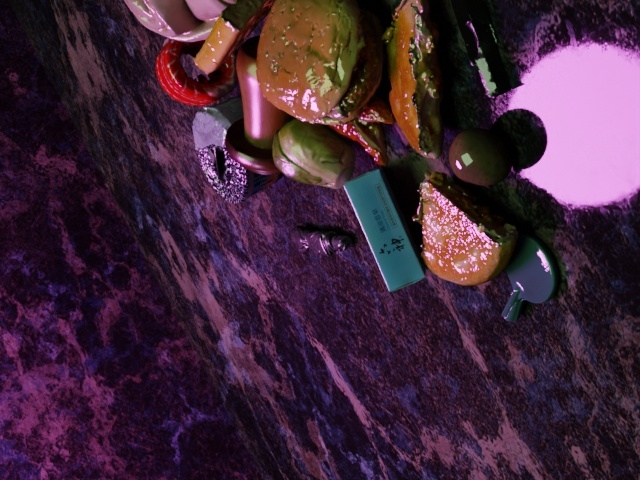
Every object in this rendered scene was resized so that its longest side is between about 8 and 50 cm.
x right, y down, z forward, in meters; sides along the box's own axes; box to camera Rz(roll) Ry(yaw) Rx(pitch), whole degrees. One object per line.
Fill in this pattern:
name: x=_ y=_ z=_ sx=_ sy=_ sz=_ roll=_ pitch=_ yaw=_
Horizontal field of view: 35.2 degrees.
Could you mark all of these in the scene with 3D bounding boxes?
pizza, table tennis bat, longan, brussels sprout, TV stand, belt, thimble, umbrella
pizza: x=0.166 y=-0.301 z=1.757 sx=0.189 sy=0.071 sz=0.297 roll=-120 pitch=17 yaw=-58
table tennis bat: x=0.358 y=0.074 z=1.775 sx=0.124 sy=0.033 sz=0.201 roll=52 pitch=149 yaw=32
longan: x=0.268 y=-0.136 z=1.692 sx=0.113 sy=0.092 sz=0.113 roll=27 pitch=144 yaw=21
brussels sprout: x=-0.021 y=-0.180 z=2.065 sx=0.183 sy=0.145 sz=0.131 roll=41 pitch=105 yaw=48
TV stand: x=0.245 y=-0.350 z=1.608 sx=0.042 sy=0.036 sz=0.249 roll=-2 pitch=111 yaw=62
belt: x=-0.201 y=-0.224 z=2.432 sx=0.207 sy=0.150 sz=0.258 roll=30 pitch=141 yaw=36
thimble: x=-0.295 y=-0.411 z=2.419 sx=0.189 sy=0.163 sz=0.125 roll=26 pitch=165 yaw=-20
umbrella: x=0.000 y=0.000 z=2.364 sx=0.066 sy=0.059 sz=0.235 roll=54 pitch=160 yaw=-18
pizza: x=0.252 y=-0.030 z=1.823 sx=0.229 sy=0.081 sz=0.289 roll=62 pitch=158 yaw=3

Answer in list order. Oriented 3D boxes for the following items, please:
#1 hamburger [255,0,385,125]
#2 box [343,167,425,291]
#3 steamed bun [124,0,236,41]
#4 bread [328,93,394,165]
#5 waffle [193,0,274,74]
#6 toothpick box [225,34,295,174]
hamburger: x=-0.004 y=-0.350 z=1.884 sx=0.283 sy=0.144 sz=0.260 roll=20 pitch=97 yaw=43
box: x=0.130 y=-0.025 z=1.997 sx=0.232 sy=0.083 sz=0.142 roll=65 pitch=-172 yaw=-3
steamed bun: x=-0.322 y=-0.598 z=2.225 sx=0.343 sy=0.255 sz=0.367 roll=66 pitch=156 yaw=-5
bread: x=0.054 y=-0.258 z=1.973 sx=0.269 sy=0.095 sz=0.139 roll=-128 pitch=30 yaw=-46
waffle: x=-0.142 y=-0.462 z=2.029 sx=0.055 sy=0.248 sz=0.221 roll=41 pitch=155 yaw=-7
toothpick box: x=-0.110 y=-0.284 z=2.181 sx=0.192 sy=0.192 sz=0.294 roll=43 pitch=142 yaw=38
